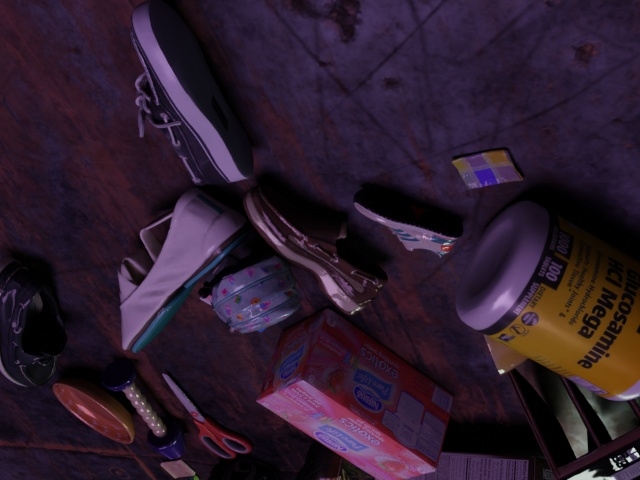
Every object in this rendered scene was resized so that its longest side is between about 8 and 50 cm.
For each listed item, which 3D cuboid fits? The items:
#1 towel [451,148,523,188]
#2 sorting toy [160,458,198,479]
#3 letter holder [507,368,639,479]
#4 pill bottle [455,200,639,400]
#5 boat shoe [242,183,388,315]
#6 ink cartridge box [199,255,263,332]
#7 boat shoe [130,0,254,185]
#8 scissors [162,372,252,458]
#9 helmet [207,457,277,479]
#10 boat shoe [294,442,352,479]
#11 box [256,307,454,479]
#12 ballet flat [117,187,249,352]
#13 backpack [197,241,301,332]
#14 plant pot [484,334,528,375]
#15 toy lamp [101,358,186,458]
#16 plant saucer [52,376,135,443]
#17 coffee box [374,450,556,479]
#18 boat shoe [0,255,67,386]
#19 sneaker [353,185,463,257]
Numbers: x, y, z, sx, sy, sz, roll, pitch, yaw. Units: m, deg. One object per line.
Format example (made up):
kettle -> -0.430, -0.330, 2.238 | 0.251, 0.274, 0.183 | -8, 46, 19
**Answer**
towel -> 0.221, -0.094, 1.487 | 0.083, 0.009, 0.060 | -7, 136, 31
sorting toy -> -0.309, 0.514, 2.501 | 0.062, 0.012, 0.083 | -18, 126, 34
letter holder -> 0.424, 0.284, 1.739 | 0.152, 0.214, 0.302 | -31, 145, 11
pill bottle -> 0.368, 0.099, 1.516 | 0.334, 0.188, 0.188 | 28, 143, -11
boat shoe -> 0.000, -0.004, 1.656 | 0.095, 0.095, 0.257 | -37, 117, 21
ink cartridge box -> -0.125, 0.089, 1.844 | 0.122, 0.052, 0.088 | 31, 142, -12
boat shoe -> -0.191, -0.184, 1.481 | 0.105, 0.113, 0.306 | -12, 144, 16
scissors -> -0.253, 0.360, 2.272 | 0.109, 0.021, 0.297 | -14, 133, 40
helmet -> -0.169, 0.557, 2.361 | 0.169, 0.161, 0.169 | 10, 144, 7
boat shoe -> 0.015, 0.497, 2.256 | 0.120, 0.122, 0.324 | 16, 152, -3
box -> 0.063, 0.270, 1.903 | 0.300, 0.154, 0.142 | 35, 141, -21
ballet flat -> -0.248, 0.041, 1.800 | 0.139, 0.139, 0.400 | 30, 138, -14
backpack -> -0.094, 0.075, 1.675 | 0.115, 0.152, 0.182 | 58, 172, 2
plant pot -> 0.284, 0.118, 1.646 | 0.095, 0.134, 0.134 | -21, 132, 7
toy lamp -> -0.345, 0.347, 2.253 | 0.080, 0.080, 0.275 | 1, 139, 24
plant saucer -> -0.458, 0.343, 2.302 | 0.200, 0.037, 0.200 | 27, 152, 16
coffee box -> 0.265, 0.442, 2.009 | 0.297, 0.119, 0.168 | -2, 164, 28
boat shoe -> -0.524, 0.172, 2.075 | 0.113, 0.127, 0.340 | 21, 136, 19
sneaker -> 0.117, -0.019, 1.591 | 0.161, 0.057, 0.075 | 19, 138, -3
